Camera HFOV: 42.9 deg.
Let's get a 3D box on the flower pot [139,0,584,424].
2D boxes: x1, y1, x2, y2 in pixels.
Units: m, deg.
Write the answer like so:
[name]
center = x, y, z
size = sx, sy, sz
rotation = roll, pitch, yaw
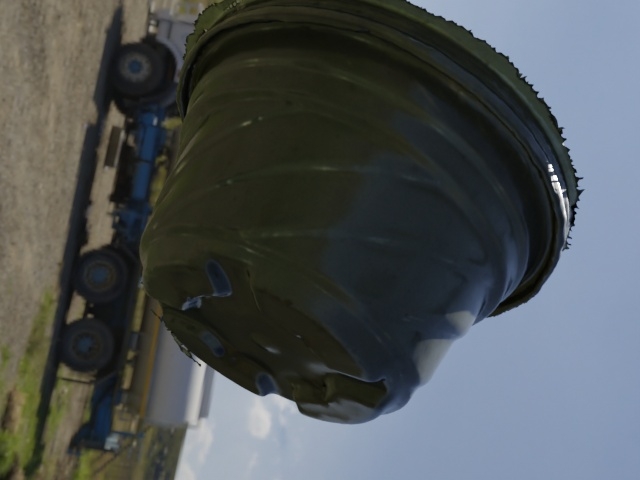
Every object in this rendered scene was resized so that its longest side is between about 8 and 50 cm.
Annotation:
[flower pot]
center = 0.000, 0.000, 0.415
size = 0.140, 0.235, 0.235
rotation = -57, -179, -29
